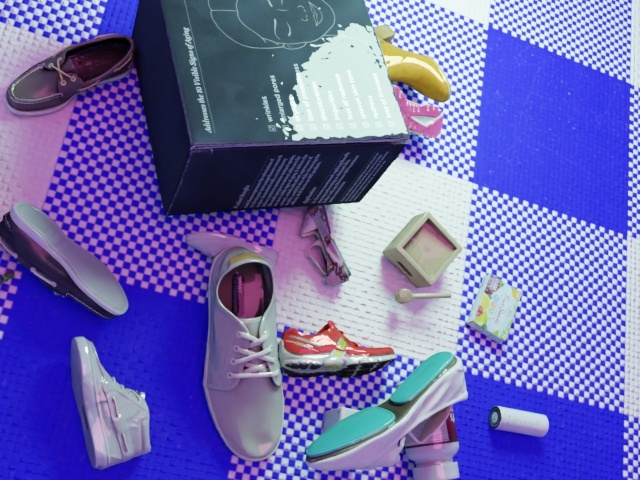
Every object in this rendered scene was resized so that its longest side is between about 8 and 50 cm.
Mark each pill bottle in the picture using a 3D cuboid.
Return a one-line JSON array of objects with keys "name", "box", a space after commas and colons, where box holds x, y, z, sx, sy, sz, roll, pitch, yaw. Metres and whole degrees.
[{"name": "pill bottle", "box": [0.240, 0.418, 1.804, 0.121, 0.121, 0.221, -2, 74, -23]}]

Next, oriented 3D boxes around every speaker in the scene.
[{"name": "speaker", "box": [0.472, 0.431, 1.934, 0.136, 0.055, 0.055, 13, 68, -18]}]

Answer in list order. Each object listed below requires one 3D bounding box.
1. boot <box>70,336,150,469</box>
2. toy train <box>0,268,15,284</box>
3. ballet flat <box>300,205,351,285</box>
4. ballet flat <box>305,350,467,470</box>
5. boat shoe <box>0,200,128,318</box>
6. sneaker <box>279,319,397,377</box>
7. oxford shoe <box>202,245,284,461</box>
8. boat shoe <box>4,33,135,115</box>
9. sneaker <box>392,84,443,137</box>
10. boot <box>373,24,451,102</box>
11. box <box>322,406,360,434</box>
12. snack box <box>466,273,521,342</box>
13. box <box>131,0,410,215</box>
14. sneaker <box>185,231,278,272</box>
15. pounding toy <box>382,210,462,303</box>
[{"name": "boot", "box": [-0.409, 0.307, 1.599, 0.123, 0.095, 0.258, -9, 85, -31]}, {"name": "toy train", "box": [-0.640, 0.084, 1.605, 0.083, 0.023, 0.017, -35, 88, -28]}, {"name": "ballet flat", "box": [0.000, 0.000, 1.878, 0.079, 0.077, 0.222, -19, 81, -7]}, {"name": "ballet flat", "box": [0.156, 0.380, 1.665, 0.400, 0.139, 0.139, -31, 87, -24]}, {"name": "boat shoe", "box": [-0.518, 0.055, 1.631, 0.302, 0.091, 0.114, 46, 18, -1]}, {"name": "sneaker", "box": [0.043, 0.234, 1.798, 0.278, 0.107, 0.118, 5, 62, -23]}, {"name": "oxford shoe", "box": [-0.153, 0.233, 1.678, 0.169, 0.130, 0.450, -3, 87, -24]}, {"name": "boat shoe", "box": [-0.538, -0.366, 1.757, 0.305, 0.091, 0.109, -31, 86, -28]}, {"name": "sneaker", "box": [0.178, -0.316, 2.019, 0.252, 0.111, 0.103, 21, 84, -31]}, {"name": "boot", "box": [0.166, -0.422, 2.047, 0.211, 0.104, 0.295, -31, 69, -35]}, {"name": "box", "box": [0.059, 0.417, 1.741, 0.087, 0.102, 0.101, 14, 69, -19]}, {"name": "snack box", "box": [0.430, 0.168, 2.013, 0.100, 0.037, 0.141, 31, 64, -12]}, {"name": "box", "box": [-0.127, -0.336, 1.774, 0.471, 0.297, 0.480, -4, 66, -25]}, {"name": "sneaker", "box": [-0.197, 0.042, 1.779, 0.212, 0.080, 0.094, 16, 79, -18]}, {"name": "pounding toy", "box": [0.235, 0.070, 1.940, 0.181, 0.094, 0.206, 46, 71, -9]}]
